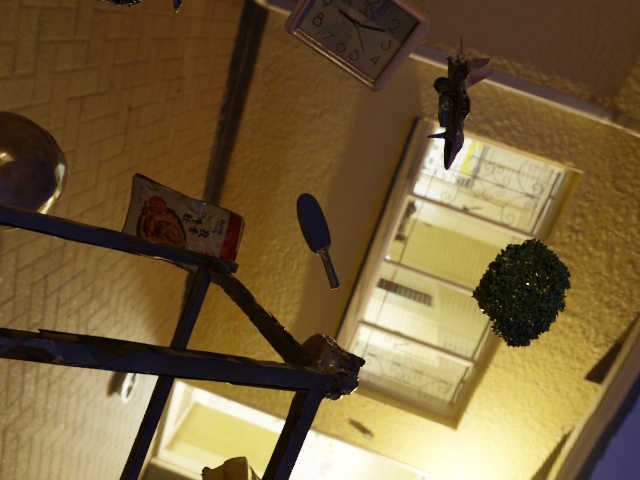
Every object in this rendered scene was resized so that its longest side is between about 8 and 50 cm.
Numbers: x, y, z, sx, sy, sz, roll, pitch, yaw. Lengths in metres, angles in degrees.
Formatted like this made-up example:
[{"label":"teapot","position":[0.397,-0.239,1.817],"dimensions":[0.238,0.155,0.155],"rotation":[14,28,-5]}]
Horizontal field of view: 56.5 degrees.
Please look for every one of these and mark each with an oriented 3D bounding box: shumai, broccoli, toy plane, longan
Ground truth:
[{"label":"shumai","position":[0.040,0.355,1.673],"dimensions":[0.218,0.185,0.184],"rotation":[136,-48,-85]},{"label":"broccoli","position":[0.381,0.099,1.180],"dimensions":[0.194,0.194,0.219],"rotation":[32,64,-86]},{"label":"toy plane","position":[0.313,-0.300,1.413],"dimensions":[0.223,0.104,0.326],"rotation":[-88,-174,-47]},{"label":"longan","position":[-0.750,-0.156,1.387],"dimensions":[0.297,0.297,0.297],"rotation":[19,90,-87]}]

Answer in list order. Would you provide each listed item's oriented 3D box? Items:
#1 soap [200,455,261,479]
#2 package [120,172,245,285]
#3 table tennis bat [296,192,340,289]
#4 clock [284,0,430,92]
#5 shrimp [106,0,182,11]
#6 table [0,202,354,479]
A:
[{"label":"soap","position":[-0.130,0.556,1.025],"dimensions":[0.315,0.091,0.199],"rotation":[-104,175,-53]},{"label":"package","position":[-0.268,-0.022,1.145],"dimensions":[0.030,0.239,0.154],"rotation":[-57,167,-68]},{"label":"table tennis bat","position":[0.000,0.000,1.786],"dimensions":[0.173,0.022,0.301],"rotation":[-24,96,-64]},{"label":"clock","position":[0.059,-0.353,0.966],"dimensions":[0.150,0.197,0.063],"rotation":[-50,-165,34]},{"label":"shrimp","position":[-0.365,-0.506,1.188],"dimensions":[0.076,0.174,0.082],"rotation":[107,-22,-52]},{"label":"table","position":[-0.193,0.172,0.413],"dimensions":[0.222,0.272,0.335],"rotation":[35,-75,53]}]
